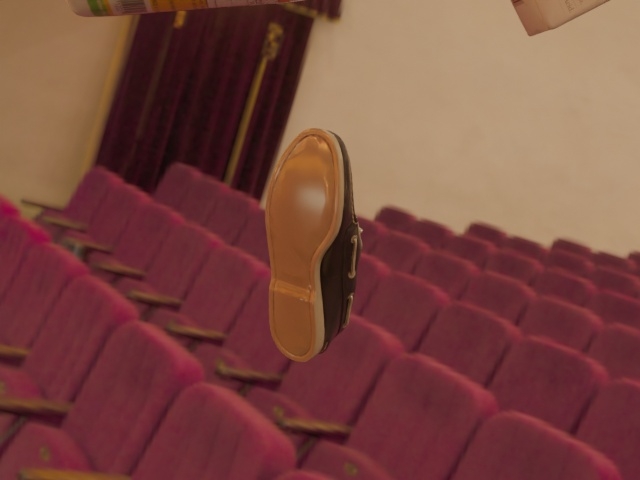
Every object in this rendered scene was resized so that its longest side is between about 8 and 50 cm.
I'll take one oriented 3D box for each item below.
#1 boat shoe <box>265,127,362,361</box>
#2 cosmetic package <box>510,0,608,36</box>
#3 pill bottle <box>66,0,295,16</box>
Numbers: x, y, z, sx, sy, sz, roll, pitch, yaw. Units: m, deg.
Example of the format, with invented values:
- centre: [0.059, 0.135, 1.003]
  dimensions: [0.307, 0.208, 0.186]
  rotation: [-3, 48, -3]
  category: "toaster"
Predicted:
- centre: [0.000, 0.000, 0.936]
  dimensions: [0.075, 0.206, 0.065]
  rotation: [22, 28, 34]
  category: "boat shoe"
- centre: [0.276, -0.291, 1.028]
  dimensions: [0.231, 0.117, 0.085]
  rotation: [-28, 8, -1]
  category: "cosmetic package"
- centre: [-0.067, -0.242, 0.821]
  dimensions: [0.246, 0.136, 0.136]
  rotation: [-5, 7, -2]
  category: "pill bottle"
